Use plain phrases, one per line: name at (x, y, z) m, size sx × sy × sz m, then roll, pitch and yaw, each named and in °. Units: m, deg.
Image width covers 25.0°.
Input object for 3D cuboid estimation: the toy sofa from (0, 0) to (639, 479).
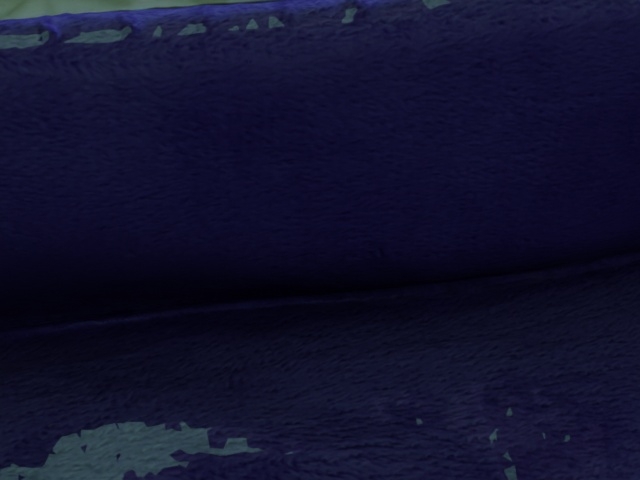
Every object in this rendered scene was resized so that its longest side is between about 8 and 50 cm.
toy sofa at (0.000, 0.000, 0.414) m, size 0.362 × 0.150 × 0.177 m, roll -6°, pitch 52°, yaw -11°
